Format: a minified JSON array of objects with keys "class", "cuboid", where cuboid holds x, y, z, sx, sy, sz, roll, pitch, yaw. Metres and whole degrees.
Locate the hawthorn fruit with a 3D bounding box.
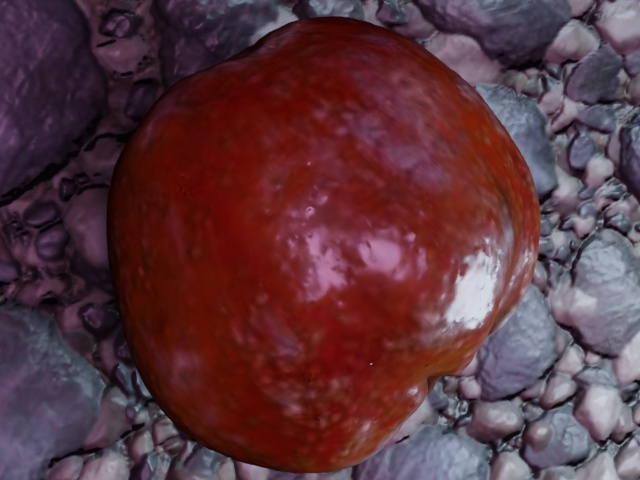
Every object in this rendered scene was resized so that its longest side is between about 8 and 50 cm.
[{"class":"hawthorn fruit","cuboid":[0.000,0.000,1.191,0.284,0.284,0.284,0,90,-20]}]
